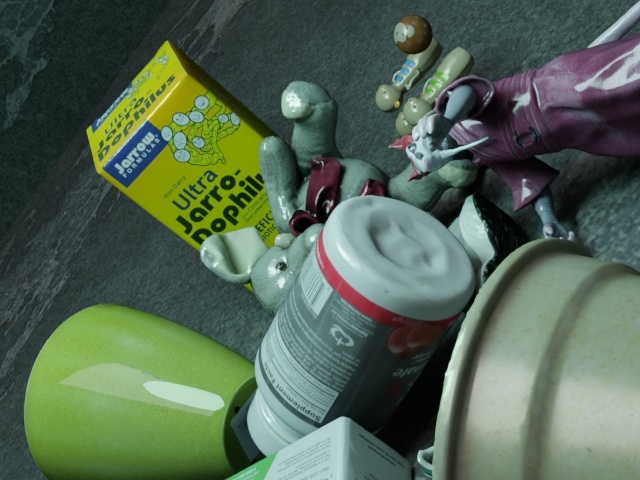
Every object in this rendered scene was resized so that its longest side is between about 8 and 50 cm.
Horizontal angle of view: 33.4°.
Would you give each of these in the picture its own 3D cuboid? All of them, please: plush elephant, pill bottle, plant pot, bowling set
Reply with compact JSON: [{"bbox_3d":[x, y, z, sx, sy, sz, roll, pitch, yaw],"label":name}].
[{"bbox_3d":[0.000,0.000,1.406,0.255,0.271,0.330,-60,-2,-45],"label":"plush elephant"},{"bbox_3d":[0.030,0.119,1.220,0.176,0.176,0.319,-93,25,-52],"label":"pill bottle"},{"bbox_3d":[0.295,0.166,0.749,0.305,0.334,0.334,1,55,37],"label":"plant pot"},{"bbox_3d":[-0.196,0.232,1.435,0.293,0.275,0.275,3,56,38],"label":"plant pot"},{"bbox_3d":[0.141,-0.208,1.519,0.154,0.200,0.287,-51,24,1],"label":"bowling set"}]

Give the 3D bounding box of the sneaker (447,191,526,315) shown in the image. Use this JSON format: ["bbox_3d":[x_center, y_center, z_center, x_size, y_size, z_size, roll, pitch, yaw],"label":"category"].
[{"bbox_3d":[0.191,0.057,1.241,0.108,0.100,0.271,-48,21,25],"label":"sneaker"}]

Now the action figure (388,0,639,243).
[{"bbox_3d":[0.243,-0.156,1.194,0.370,0.248,0.276,-10,51,29],"label":"action figure"}]

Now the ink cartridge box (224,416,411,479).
[{"bbox_3d":[-0.017,0.365,1.126,0.211,0.121,0.289,-33,33,30],"label":"ink cartridge box"}]

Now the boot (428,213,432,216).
[{"bbox_3d":[0.082,0.014,1.308,0.037,0.114,0.106,-171,88,-69],"label":"boot"}]

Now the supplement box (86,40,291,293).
[{"bbox_3d":[-0.152,-0.100,1.629,0.194,0.356,0.195,-47,28,7],"label":"supplement box"}]

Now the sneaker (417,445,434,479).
[{"bbox_3d":[0.171,0.209,1.092,0.161,0.075,0.057,-34,32,27],"label":"sneaker"}]
